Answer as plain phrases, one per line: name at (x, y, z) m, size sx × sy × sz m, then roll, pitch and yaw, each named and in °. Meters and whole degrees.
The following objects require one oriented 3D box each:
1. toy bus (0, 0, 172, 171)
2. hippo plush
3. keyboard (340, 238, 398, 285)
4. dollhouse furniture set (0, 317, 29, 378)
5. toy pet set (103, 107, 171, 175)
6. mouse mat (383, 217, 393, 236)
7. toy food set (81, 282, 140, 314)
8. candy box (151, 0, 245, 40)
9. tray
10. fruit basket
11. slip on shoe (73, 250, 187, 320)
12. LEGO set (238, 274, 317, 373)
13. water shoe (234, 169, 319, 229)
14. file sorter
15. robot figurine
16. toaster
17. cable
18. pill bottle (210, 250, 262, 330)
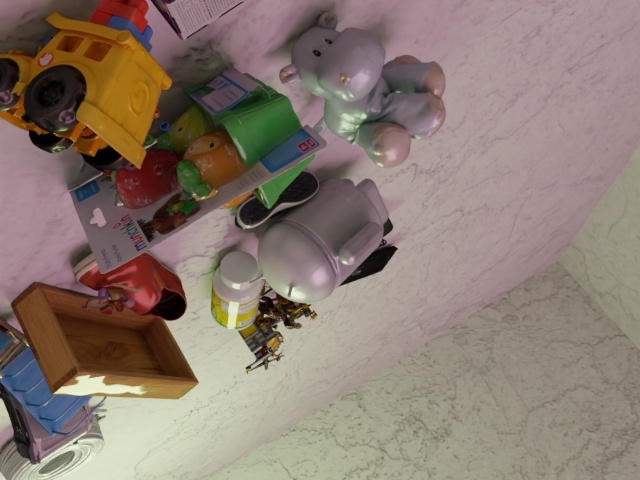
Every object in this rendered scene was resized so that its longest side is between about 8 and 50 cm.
toy bus at (-0.304, -0.217, 0.915) m, size 0.211 × 0.220 × 0.149 m, roll -69°, pitch 158°, yaw -11°
hippo plush at (0.068, -0.293, 1.267) m, size 0.234 × 0.294 × 0.236 m, roll -51°, pitch 132°, yaw -13°
keyboard at (0.108, 0.064, 2.145) m, size 0.317 × 0.033 × 0.201 m, roll -17°, pitch 151°, yaw -40°
dollhouse furniture set at (-0.639, 0.196, 1.279) m, size 0.184 × 0.129 × 0.129 m, roll -53°, pitch 164°, yaw -27°
toy pet set at (-0.300, -0.176, 1.037) m, size 0.122 × 0.114 × 0.065 m, roll -37°, pitch 162°, yaw 1°
mouse mat at (0.108, -0.015, 1.985) m, size 0.189 × 0.007 × 0.152 m, roll -36°, pitch 143°, yaw 0°
toy food set at (-0.396, 0.119, 1.380) m, size 0.078 × 0.019 × 0.122 m, roll 19°, pitch 142°, yaw -33°
candy box at (-0.118, -0.371, 0.876) m, size 0.233 × 0.159 × 0.071 m, roll -35°, pitch 157°, yaw -7°
tray at (-0.423, 0.219, 1.478) m, size 0.076 × 0.203 × 0.411 m, roll -39°, pitch 156°, yaw 8°
fruit basket at (-0.205, -0.118, 1.088) m, size 0.353 × 0.327 × 0.165 m, roll -27°, pitch 122°, yaw -12°
slip on shoe at (-0.365, 0.090, 1.453) m, size 0.123 × 0.101 × 0.331 m, roll -37°, pitch 155°, yaw 4°
LEGO set at (-0.111, 0.224, 1.930) m, size 0.255 × 0.192 × 0.331 m, roll -30°, pitch 156°, yaw -15°
water shoe at (-0.099, -0.090, 1.556) m, size 0.203 × 0.073 × 0.080 m, roll -29°, pitch -177°, yaw -22°
file sorter at (-0.526, 0.287, 1.434) m, size 0.104 × 0.170 × 0.118 m, roll -11°, pitch -150°, yaw 50°
robot figurine at (0.000, 0.000, 1.609) m, size 0.300 × 0.200 × 0.353 m, roll 0°, pitch -144°, yaw 50°
toaster at (-0.583, 0.344, 1.530) m, size 0.146 × 0.227 × 0.129 m, roll -23°, pitch -166°, yaw -37°
cable at (-0.682, 0.541, 1.852) m, size 0.257 × 0.089 × 0.257 m, roll -45°, pitch 155°, yaw 18°
pill bottle at (-0.198, 0.117, 1.709) m, size 0.117 × 0.117 × 0.208 m, roll -25°, pitch 155°, yaw -25°
